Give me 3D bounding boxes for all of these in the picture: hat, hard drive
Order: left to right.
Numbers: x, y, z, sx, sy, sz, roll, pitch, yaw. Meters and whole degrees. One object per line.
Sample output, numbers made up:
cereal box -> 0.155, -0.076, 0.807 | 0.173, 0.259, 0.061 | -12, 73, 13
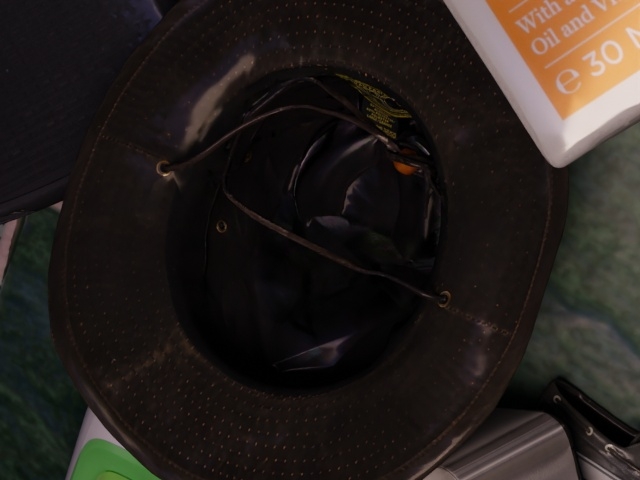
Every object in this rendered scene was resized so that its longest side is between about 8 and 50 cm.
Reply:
hard drive -> -0.187, -0.113, 1.118 | 0.255, 0.054, 0.172 | -24, 98, 28
hat -> 0.000, 0.000, 1.018 | 0.331, 0.134, 0.331 | -2, 83, 15

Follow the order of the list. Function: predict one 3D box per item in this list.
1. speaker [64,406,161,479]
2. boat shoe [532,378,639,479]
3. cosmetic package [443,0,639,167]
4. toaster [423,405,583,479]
speaker -> -0.125, 0.221, 1.140 | 0.131, 0.131, 0.296 | 26, 112, 17
boat shoe -> 0.190, 0.133, 1.017 | 0.142, 0.049, 0.040 | 28, 113, 18
cosmetic package -> 0.111, -0.293, 0.882 | 0.230, 0.161, 0.453 | -34, 87, 27
toaster -> 0.083, 0.190, 1.016 | 0.186, 0.110, 0.168 | 0, 105, 47
